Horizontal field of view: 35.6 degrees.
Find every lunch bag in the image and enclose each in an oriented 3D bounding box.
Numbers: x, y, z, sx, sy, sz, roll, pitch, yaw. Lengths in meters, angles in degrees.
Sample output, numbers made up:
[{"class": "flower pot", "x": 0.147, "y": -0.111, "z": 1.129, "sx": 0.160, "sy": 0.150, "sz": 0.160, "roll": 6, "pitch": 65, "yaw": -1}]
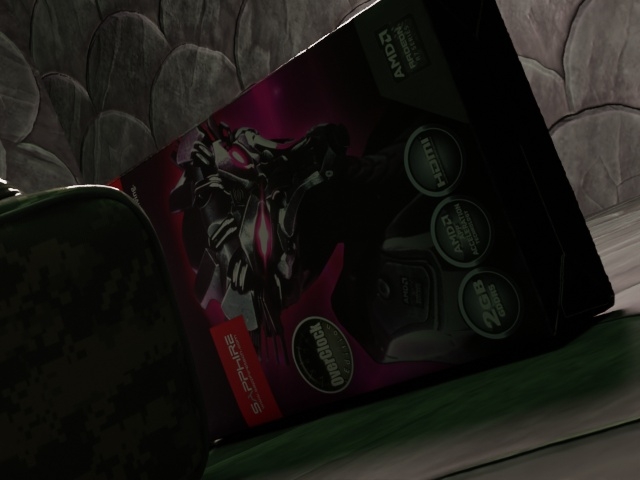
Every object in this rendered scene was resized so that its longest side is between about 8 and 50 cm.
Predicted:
[{"class": "lunch bag", "x": -0.262, "y": 0.091, "z": 0.597, "sx": 0.305, "sy": 0.213, "sz": 0.256, "roll": -23, "pitch": 13, "yaw": -36}]

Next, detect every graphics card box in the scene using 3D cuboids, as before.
[{"class": "graphics card box", "x": 0.000, "y": 0.000, "z": 0.724, "sx": 0.370, "sy": 0.233, "sz": 0.094, "roll": -24, "pitch": -7, "yaw": 41}]
